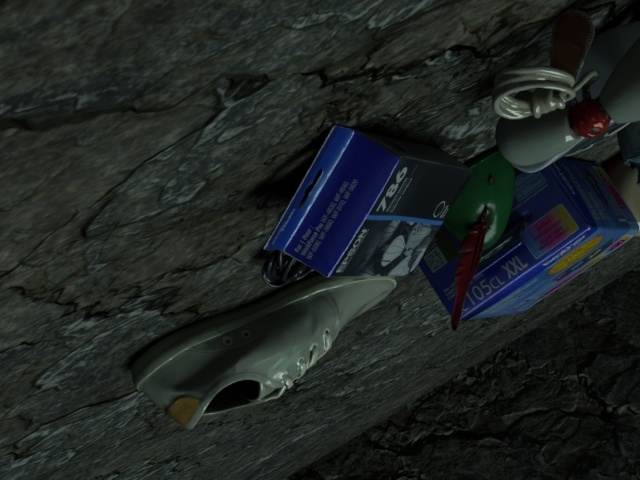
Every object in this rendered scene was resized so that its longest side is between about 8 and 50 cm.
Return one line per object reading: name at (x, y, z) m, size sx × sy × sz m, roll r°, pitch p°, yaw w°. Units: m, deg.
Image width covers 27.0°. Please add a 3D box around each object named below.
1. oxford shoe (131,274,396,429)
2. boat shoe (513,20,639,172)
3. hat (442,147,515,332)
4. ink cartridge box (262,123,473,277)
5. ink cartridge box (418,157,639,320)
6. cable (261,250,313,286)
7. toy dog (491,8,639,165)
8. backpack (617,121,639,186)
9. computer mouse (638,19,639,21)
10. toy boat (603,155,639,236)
oxford shoe at (-0.060, 0.151, 1.904) m, size 0.449 × 0.130 × 0.169 m, roll -22°, pitch 161°, yaw -37°
boat shoe at (0.364, -0.185, 1.707) m, size 0.102 × 0.108 × 0.301 m, roll -18°, pitch 162°, yaw -42°
hat at (0.249, -0.006, 1.896) m, size 0.208 × 0.184 × 0.173 m, roll -37°, pitch 165°, yaw 20°
ink cartridge box at (0.066, -0.038, 1.566) m, size 0.165 × 0.065 × 0.332 m, roll -59°, pitch 157°, yaw 13°
ink cartridge box at (0.326, -0.002, 2.147) m, size 0.270 × 0.151 × 0.395 m, roll -38°, pitch 162°, yaw 22°
cable at (0.000, 0.000, 1.711) m, size 0.184 × 0.047 × 0.150 m, roll -33°, pitch 171°, yaw -13°
toy dog at (0.350, -0.209, 1.508) m, size 0.333 × 0.161 × 0.220 m, roll -9°, pitch 151°, yaw 13°
backpack at (0.535, -0.157, 2.014) m, size 0.165 × 0.144 × 0.188 m, roll -13°, pitch 171°, yaw 10°
computer mouse at (0.509, -0.296, 1.705) m, size 0.272 × 0.072 × 0.188 m, roll -27°, pitch 163°, yaw -18°
toy boat at (0.557, -0.084, 2.411) m, size 0.151 × 0.151 × 0.231 m, roll -6°, pitch -175°, yaw 40°
